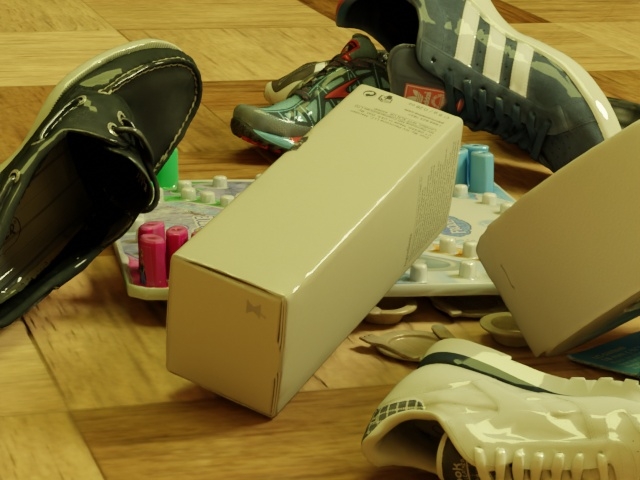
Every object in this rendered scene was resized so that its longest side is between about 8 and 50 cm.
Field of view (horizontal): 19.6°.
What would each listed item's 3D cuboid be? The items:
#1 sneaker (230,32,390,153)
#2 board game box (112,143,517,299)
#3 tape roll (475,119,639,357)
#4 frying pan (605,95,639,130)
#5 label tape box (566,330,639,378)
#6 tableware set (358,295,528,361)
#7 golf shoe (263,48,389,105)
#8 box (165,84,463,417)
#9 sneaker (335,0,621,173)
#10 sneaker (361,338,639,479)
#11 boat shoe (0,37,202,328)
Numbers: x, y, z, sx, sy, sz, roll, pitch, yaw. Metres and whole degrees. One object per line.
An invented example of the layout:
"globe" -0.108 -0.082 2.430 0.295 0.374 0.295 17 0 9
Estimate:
"sneaker" 0.018 -0.159 1.971 0.262 0.125 0.104 -8 18 -33
"board game box" 0.012 -0.026 1.632 0.390 0.050 0.390 -1 15 -10
"tape roll" 0.258 -0.026 1.332 0.286 0.100 0.286 -28 -9 -5
"frying pan" 0.325 -0.109 1.987 0.197 0.053 0.326 -11 24 -38
"label tape box" 0.385 0.061 1.351 0.241 0.106 0.334 -13 23 -43
"tableware set" 0.098 0.060 1.452 0.169 0.020 0.141 -5 19 -25
"golf shoe" 0.018 -0.185 2.142 0.094 0.077 0.198 16 20 37
"box" 0.000 0.000 1.345 0.094 0.113 0.275 22 38 21
"sneaker" 0.151 -0.153 1.875 0.148 0.131 0.350 -31 62 -28
"sneaker" 0.140 0.134 1.142 0.235 0.090 0.095 10 31 33
"boat shoe" -0.184 -0.043 1.441 0.113 0.127 0.340 12 38 39
